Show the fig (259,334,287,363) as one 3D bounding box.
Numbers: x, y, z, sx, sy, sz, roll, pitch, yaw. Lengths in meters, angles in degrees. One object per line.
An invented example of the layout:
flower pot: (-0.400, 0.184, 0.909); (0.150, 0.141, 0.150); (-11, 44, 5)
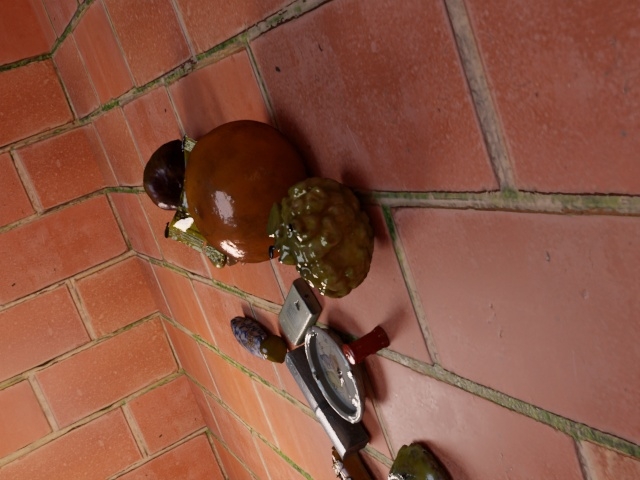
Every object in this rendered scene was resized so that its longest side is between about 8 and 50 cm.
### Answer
fig: (-0.125, 0.300, 2.077); (0.088, 0.074, 0.074); (52, 160, -9)

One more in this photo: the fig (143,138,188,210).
fig: (-0.390, -0.213, 2.024); (0.191, 0.190, 0.290); (94, 159, -50)

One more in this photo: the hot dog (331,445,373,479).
hot dog: (0.104, 0.629, 1.900); (0.270, 0.072, 0.109); (57, 159, 23)

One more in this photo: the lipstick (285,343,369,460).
lipstick: (0.010, 0.385, 1.848); (0.290, 0.076, 0.077); (54, 157, 25)

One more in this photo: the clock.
clock: (0.043, 0.292, 1.705); (0.236, 0.053, 0.237); (46, 149, 37)

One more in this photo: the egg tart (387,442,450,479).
egg tart: (0.205, 0.509, 1.534); (0.197, 0.078, 0.197); (47, 153, 33)

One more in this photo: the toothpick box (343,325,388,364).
toothpick box: (0.087, 0.205, 1.471); (0.047, 0.083, 0.047); (48, 154, 34)

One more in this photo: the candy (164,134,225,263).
candy: (-0.290, -0.097, 1.893); (0.187, 0.081, 0.297); (26, 123, 11)

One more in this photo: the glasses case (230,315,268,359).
glasses case: (-0.207, 0.285, 2.253); (0.248, 0.065, 0.087); (17, 126, 64)

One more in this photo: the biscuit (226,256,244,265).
biscuit: (-0.242, -0.012, 2.056); (0.184, 0.047, 0.320); (64, 160, 10)

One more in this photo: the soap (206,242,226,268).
soap: (-0.287, 0.014, 2.064); (0.089, 0.045, 0.140); (46, 152, 37)

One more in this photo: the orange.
orange: (-0.145, -0.096, 1.500); (0.284, 0.226, 0.284); (41, 145, 38)

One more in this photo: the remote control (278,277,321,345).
remote control: (-0.053, 0.176, 1.824); (0.098, 0.038, 0.233); (57, 156, 18)

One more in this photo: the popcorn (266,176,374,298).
popcorn: (0.000, -0.003, 1.333); (0.189, 0.169, 0.218); (5, 112, 64)
